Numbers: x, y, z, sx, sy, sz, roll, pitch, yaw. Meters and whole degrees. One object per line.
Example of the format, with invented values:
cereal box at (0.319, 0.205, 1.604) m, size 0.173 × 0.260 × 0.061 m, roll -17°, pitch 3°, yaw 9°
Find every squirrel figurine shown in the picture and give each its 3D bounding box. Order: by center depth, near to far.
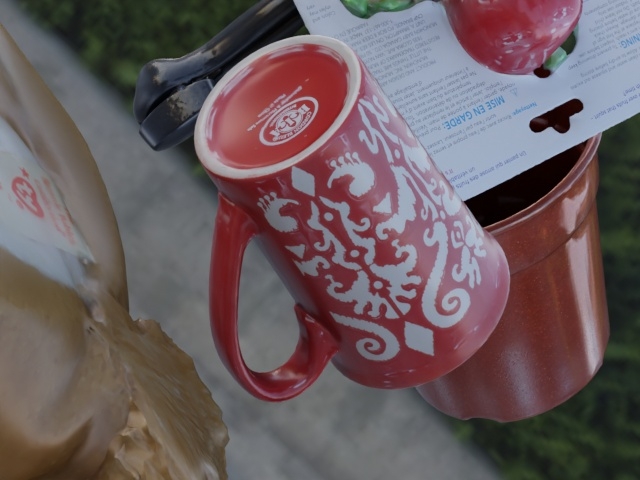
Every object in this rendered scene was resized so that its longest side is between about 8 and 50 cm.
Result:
squirrel figurine at (-0.256, 0.111, 0.772) m, size 0.397 × 0.370 × 0.281 m, roll 51°, pitch 15°, yaw -12°

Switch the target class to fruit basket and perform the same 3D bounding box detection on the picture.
fruit basket at (0.107, -0.224, 1.287) m, size 0.165 × 0.327 × 0.353 m, roll -21°, pitch -85°, yaw 61°

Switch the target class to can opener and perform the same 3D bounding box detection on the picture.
can opener at (-0.074, -0.146, 1.301) m, size 0.073 × 0.186 × 0.059 m, roll 52°, pitch 2°, yaw 14°

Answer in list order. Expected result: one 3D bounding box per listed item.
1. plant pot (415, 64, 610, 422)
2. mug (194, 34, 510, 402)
plant pot at (0.148, 0.008, 1.493) m, size 0.272 × 0.272 × 0.265 m, roll -116°, pitch -176°, yaw -51°
mug at (0.009, -0.001, 0.818) m, size 0.113 × 0.150 × 0.169 m, roll 4°, pitch -34°, yaw 34°
